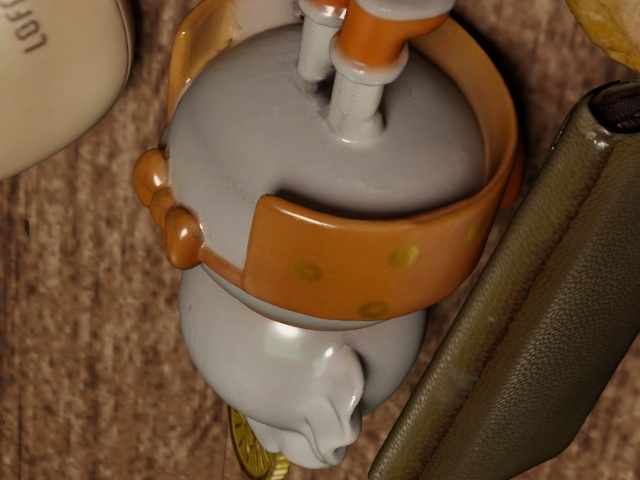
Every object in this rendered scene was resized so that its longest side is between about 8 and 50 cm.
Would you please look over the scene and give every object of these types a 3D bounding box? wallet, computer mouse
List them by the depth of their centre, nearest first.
[{"bbox_3d":[0.093,0.020,0.719,0.031,0.110,0.198,48,133,27],"label":"wallet"},{"bbox_3d":[-0.188,-0.078,0.773,0.236,0.082,0.145,-12,118,26],"label":"computer mouse"}]

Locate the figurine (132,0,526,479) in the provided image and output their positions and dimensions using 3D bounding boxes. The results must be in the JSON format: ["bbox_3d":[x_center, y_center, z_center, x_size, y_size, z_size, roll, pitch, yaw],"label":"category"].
[{"bbox_3d":[-0.008,-0.001,0.724,0.143,0.143,0.271,30,126,-1],"label":"figurine"}]

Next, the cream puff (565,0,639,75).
[{"bbox_3d":[0.141,-0.124,0.597,0.165,0.115,0.150,-24,119,22],"label":"cream puff"}]
